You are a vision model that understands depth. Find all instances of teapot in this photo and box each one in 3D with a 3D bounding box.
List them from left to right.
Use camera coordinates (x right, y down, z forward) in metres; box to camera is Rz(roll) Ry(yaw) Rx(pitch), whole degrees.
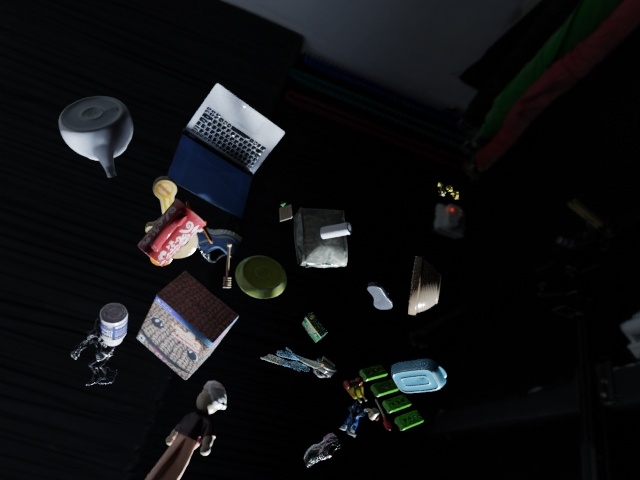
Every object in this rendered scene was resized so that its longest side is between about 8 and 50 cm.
[{"bbox_3d":[-0.777,-0.376,1.656,0.187,0.253,0.256,92,21,-51],"label":"teapot"}]

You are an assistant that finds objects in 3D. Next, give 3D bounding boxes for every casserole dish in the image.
[{"bbox_3d":[0.306,0.436,1.485,0.188,0.114,0.037,-19,-161,34],"label":"casserole dish"}]

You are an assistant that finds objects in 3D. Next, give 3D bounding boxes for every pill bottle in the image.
[{"bbox_3d":[-0.765,0.316,1.728,0.094,0.094,0.169,-80,-170,-48],"label":"pill bottle"}]

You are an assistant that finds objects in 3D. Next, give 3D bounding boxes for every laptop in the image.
[{"bbox_3d":[-0.395,-0.382,2.037,0.408,0.382,0.236,-49,-145,15],"label":"laptop"}]

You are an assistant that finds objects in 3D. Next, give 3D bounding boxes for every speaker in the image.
[{"bbox_3d":[0.068,-0.044,2.092,0.055,0.136,0.055,35,50,-55],"label":"speaker"}]

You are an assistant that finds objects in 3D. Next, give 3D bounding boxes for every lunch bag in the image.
[{"bbox_3d":[0.000,0.000,2.294,0.169,0.235,0.287,133,-44,-64],"label":"lunch bag"}]

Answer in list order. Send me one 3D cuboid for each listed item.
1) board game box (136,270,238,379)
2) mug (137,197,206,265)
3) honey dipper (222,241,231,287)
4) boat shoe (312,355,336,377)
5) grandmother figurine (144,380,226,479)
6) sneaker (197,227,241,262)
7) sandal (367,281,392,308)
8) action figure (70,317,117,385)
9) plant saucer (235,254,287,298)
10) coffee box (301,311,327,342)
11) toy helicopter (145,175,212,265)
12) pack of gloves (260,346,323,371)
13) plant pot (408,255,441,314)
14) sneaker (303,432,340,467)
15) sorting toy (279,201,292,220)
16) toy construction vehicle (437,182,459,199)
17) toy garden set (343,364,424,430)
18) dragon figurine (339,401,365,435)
[{"bbox_3d":[-0.447,0.287,1.552,0.291,0.232,0.141,-52,178,41],"label":"board game box"},{"bbox_3d":[-0.426,-0.027,1.304,0.169,0.113,0.150,-50,160,-12],"label":"mug"},{"bbox_3d":[-0.326,0.086,1.642,0.030,0.030,0.160,151,-60,-77],"label":"honey dipper"},{"bbox_3d":[0.013,0.650,2.340,0.095,0.112,0.335,-56,170,-6],"label":"boat shoe"},{"bbox_3d":[-0.373,0.558,1.323,0.208,0.104,0.342,1,-132,36],"label":"grandmother figurine"},{"bbox_3d":[-0.530,0.020,2.167,0.130,0.330,0.147,44,55,-60],"label":"sneaker"},{"bbox_3d":[0.306,0.274,2.352,0.254,0.097,0.054,63,32,-48],"label":"sandal"},{"bbox_3d":[-0.950,0.475,1.989,0.141,0.164,0.275,-18,104,-72],"label":"action figure"},{"bbox_3d":[-0.266,0.155,2.136,0.037,0.241,0.241,114,-9,-46],"label":"plant saucer"},{"bbox_3d":[-0.029,0.380,2.040,0.040,0.113,0.184,-35,170,-18],"label":"coffee box"},{"bbox_3d":[-0.538,-0.080,1.751,0.140,0.235,0.355,-112,-162,-51],"label":"toy helicopter"},{"bbox_3d":[-0.124,0.535,2.137,0.195,0.232,0.046,10,92,-65],"label":"pack of gloves"},{"bbox_3d":[0.419,0.184,1.867,0.237,0.110,0.237,6,90,-77],"label":"plant pot"},{"bbox_3d":[0.009,0.908,2.007,0.178,0.072,0.077,-39,-148,-15],"label":"sneaker"},{"bbox_3d":[-0.136,-0.119,1.833,0.062,0.012,0.083,-17,-112,30],"label":"sorting toy"},{"bbox_3d":[0.584,-0.230,2.133,0.098,0.086,0.035,-95,-169,-52],"label":"toy construction vehicle"},{"bbox_3d":[0.202,0.549,1.595,0.244,0.204,0.049,50,-56,36],"label":"toy garden set"},{"bbox_3d":[0.160,0.854,2.250,0.144,0.085,0.289,-64,167,-12],"label":"dragon figurine"}]
